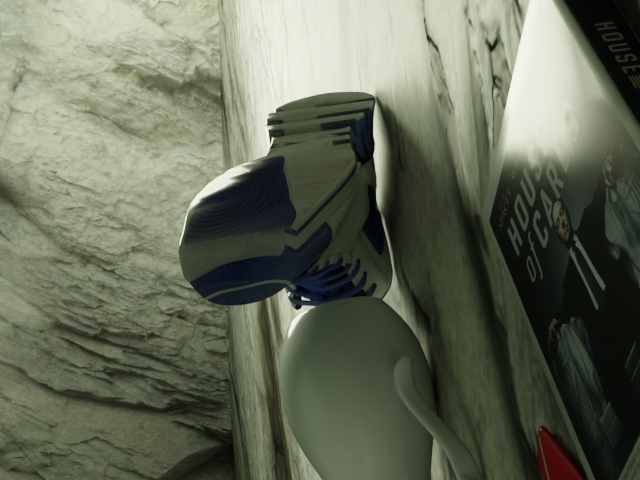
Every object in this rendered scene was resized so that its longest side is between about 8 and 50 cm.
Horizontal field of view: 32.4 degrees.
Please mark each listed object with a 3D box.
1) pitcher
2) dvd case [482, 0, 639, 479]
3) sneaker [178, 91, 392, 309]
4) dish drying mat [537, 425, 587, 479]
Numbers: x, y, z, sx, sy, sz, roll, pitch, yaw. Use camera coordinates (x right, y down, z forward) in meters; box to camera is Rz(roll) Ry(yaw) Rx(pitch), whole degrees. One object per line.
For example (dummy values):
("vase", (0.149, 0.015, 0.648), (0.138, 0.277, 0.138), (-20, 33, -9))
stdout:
("pitcher", (0.052, 0.145, 0.887), (0.178, 0.125, 0.207), (-38, 61, 48))
("dvd case", (0.135, 0.004, 0.522), (0.179, 0.030, 0.238), (95, 165, -45))
("sneaker", (0.000, -0.001, 0.958), (0.315, 0.127, 0.182), (-60, -40, -60))
("dish drying mat", (0.141, 0.140, 0.626), (0.083, 0.008, 0.032), (-117, 24, -65))
